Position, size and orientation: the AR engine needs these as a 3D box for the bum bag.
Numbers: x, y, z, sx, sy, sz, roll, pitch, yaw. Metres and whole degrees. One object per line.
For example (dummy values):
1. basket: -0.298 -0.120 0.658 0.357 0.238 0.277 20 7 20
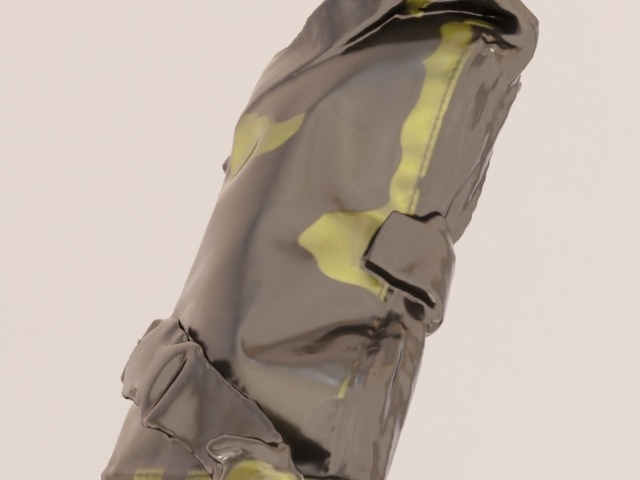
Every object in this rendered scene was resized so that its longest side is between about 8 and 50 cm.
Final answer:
1. bum bag: 0.000 0.000 0.547 0.060 0.106 0.232 54 -135 -39
